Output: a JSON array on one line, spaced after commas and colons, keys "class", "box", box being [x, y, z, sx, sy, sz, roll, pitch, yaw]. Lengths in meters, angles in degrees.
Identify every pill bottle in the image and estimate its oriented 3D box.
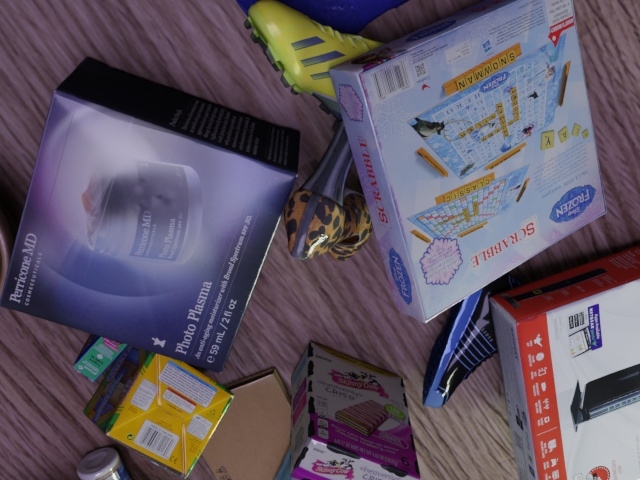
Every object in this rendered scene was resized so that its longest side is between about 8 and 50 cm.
[{"class": "pill bottle", "box": [-0.321, 0.384, 1.369, 0.067, 0.067, 0.120, -16, 114, 6]}]

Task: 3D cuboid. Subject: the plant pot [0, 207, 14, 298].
[{"class": "plant pot", "box": [-0.502, -0.006, 1.161, 0.237, 0.110, 0.238, 1, 113, 3]}]

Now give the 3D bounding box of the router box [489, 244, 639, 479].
[{"class": "router box", "box": [0.410, 0.189, 1.249, 0.301, 0.082, 0.336, -19, 115, -9]}]

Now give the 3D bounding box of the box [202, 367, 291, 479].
[{"class": "box", "box": [-0.104, 0.304, 1.363, 0.164, 0.021, 0.201, -22, 113, 8]}]

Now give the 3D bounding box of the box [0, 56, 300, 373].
[{"class": "box", "box": [-0.211, -0.030, 1.124, 0.293, 0.183, 0.296, 18, 112, -8]}]

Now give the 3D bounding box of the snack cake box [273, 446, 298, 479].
[{"class": "snack cake box", "box": [0.003, 0.403, 1.354, 0.152, 0.089, 0.264, 15, 119, -15]}]

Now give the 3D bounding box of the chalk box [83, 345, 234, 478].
[{"class": "chalk box", "box": [-0.234, 0.223, 1.242, 0.132, 0.213, 0.132, 35, 77, -21]}]

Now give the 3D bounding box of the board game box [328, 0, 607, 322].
[{"class": "board game box", "box": [0.193, -0.113, 1.076, 0.318, 0.066, 0.318, -27, 115, -23]}]

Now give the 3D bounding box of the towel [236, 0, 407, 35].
[{"class": "towel", "box": [0.030, -0.362, 1.034, 0.308, 0.076, 0.228, -31, 126, 12]}]

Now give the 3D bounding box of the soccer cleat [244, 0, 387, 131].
[{"class": "soccer cleat", "box": [0.019, -0.210, 1.041, 0.121, 0.093, 0.289, -39, 144, 13]}]

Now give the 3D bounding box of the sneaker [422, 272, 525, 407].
[{"class": "sneaker", "box": [0.217, 0.148, 1.266, 0.090, 0.081, 0.232, 18, 112, -3]}]

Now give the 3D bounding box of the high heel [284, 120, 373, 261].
[{"class": "high heel", "box": [0.000, 0.000, 1.104, 0.093, 0.186, 0.261, 17, 147, 12]}]

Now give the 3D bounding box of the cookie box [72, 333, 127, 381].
[{"class": "cookie box", "box": [-0.290, 0.131, 1.243, 0.040, 0.092, 0.107, 39, 108, -14]}]

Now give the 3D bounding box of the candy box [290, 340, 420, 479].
[{"class": "candy box", "box": [0.042, 0.250, 1.225, 0.159, 0.233, 0.071, 23, 112, -12]}]
